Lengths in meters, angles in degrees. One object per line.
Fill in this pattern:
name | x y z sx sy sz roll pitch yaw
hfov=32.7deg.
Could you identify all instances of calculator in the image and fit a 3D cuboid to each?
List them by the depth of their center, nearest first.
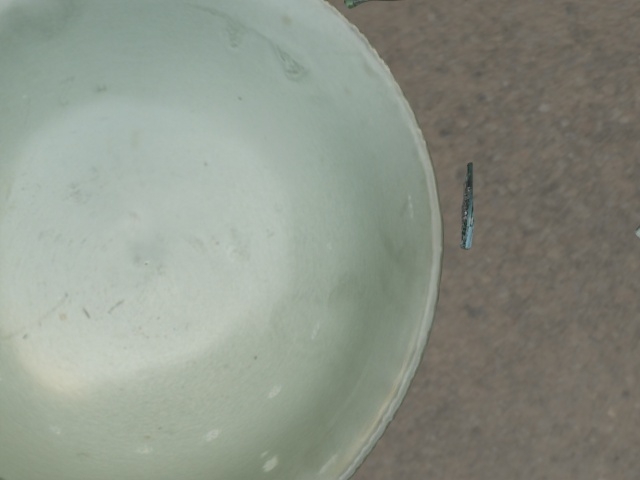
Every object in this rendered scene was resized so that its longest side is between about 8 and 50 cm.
calculator | 0.239 -0.056 1.765 0.018 0.172 0.057 8 131 1

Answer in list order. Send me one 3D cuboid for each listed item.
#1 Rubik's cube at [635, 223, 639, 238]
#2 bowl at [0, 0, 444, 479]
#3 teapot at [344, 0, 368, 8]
Rubik's cube | 0.647 -0.040 1.507 0.253 0.259 0.256 46 140 9
bowl | -0.096 0.010 0.573 0.313 0.146 0.313 0 83 2
teapot | 0.089 -0.364 1.585 0.110 0.043 0.043 -9 100 15
